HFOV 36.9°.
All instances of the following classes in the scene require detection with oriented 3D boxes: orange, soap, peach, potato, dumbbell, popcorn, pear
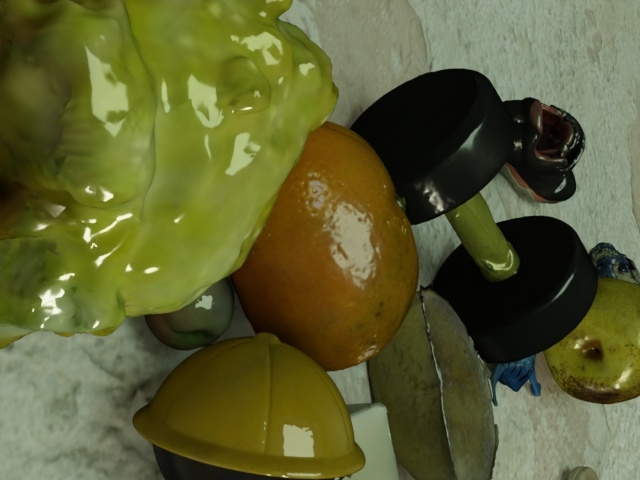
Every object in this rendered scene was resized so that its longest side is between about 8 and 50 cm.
[{"bbox_3d":[0.000,0.000,0.890,0.240,0.171,0.240,-18,90,-87],"label":"orange"},{"bbox_3d":[0.009,0.240,0.963,0.183,0.063,0.122,-7,86,-55],"label":"soap"},{"bbox_3d":[-0.115,0.053,0.833,0.083,0.083,0.083,19,66,-50],"label":"peach"},{"bbox_3d":[0.133,0.177,1.121,0.138,0.098,0.243,1,76,-55],"label":"potato"},{"bbox_3d":[0.179,-0.025,1.149,0.322,0.203,0.204,53,43,-30],"label":"dumbbell"},{"bbox_3d":[-0.150,-0.090,0.663,0.312,0.312,0.312,19,66,-50],"label":"popcorn"},{"bbox_3d":[0.440,0.150,1.472,0.197,0.197,0.197,19,66,-50],"label":"pear"}]

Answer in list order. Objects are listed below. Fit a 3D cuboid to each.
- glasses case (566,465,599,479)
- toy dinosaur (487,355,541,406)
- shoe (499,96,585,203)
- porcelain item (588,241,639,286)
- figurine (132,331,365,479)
[{"bbox_3d":[0.422,0.449,1.480,0.081,0.051,0.204,-29,104,-54],"label":"glasses case"},{"bbox_3d":[0.257,0.148,1.313,0.329,0.076,0.145,18,61,-69],"label":"toy dinosaur"},{"bbox_3d":[0.335,-0.144,1.448,0.291,0.137,0.114,24,63,-50],"label":"shoe"},{"bbox_3d":[0.549,0.143,1.688,0.288,0.138,0.186,43,32,-34],"label":"porcelain item"},{"bbox_3d":[-0.050,0.201,0.799,0.167,0.192,0.257,-46,133,-51],"label":"figurine"}]
